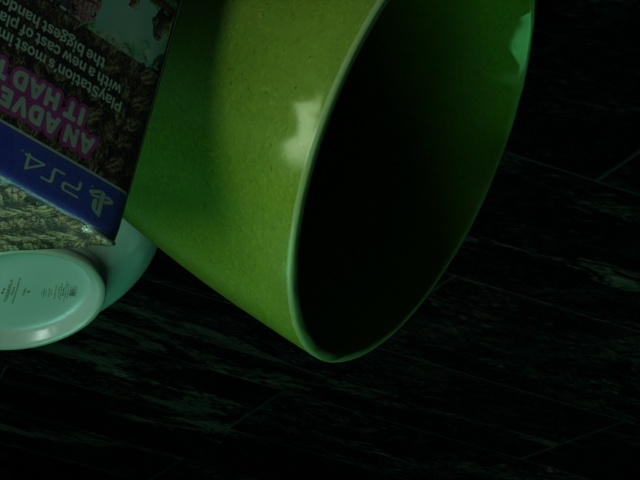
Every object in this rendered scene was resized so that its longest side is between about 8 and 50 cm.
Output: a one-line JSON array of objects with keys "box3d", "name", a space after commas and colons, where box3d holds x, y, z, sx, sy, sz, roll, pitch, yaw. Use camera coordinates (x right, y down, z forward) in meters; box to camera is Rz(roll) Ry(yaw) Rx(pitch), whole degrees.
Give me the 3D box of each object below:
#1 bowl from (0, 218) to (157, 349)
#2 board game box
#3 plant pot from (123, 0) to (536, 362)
[{"box3d": [-0.255, -0.002, 1.527, 0.297, 0.134, 0.298, -8, 145, -6], "name": "bowl"}, {"box3d": [-0.190, -0.169, 0.912, 0.141, 0.291, 0.232, -3, 156, 41], "name": "board game box"}, {"box3d": [-0.064, -0.109, 1.116, 0.293, 0.275, 0.275, 23, 167, 23], "name": "plant pot"}]
